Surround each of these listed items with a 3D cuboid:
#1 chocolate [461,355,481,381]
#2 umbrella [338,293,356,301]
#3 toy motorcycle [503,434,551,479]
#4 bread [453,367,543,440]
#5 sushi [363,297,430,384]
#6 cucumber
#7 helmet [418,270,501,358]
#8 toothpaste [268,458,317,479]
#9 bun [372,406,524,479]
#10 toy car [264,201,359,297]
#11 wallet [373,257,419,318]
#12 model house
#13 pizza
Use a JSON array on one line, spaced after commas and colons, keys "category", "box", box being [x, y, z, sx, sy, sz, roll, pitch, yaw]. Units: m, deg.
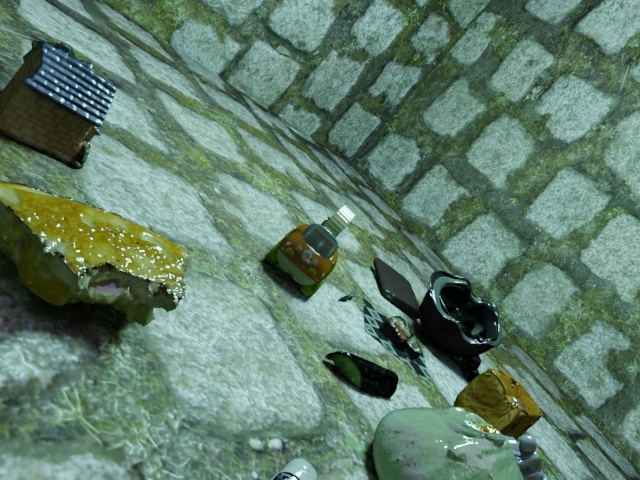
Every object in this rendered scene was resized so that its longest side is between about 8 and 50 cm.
[{"category": "chocolate", "box": [0.474, 0.404, 1.722, 0.072, 0.070, 0.147, 53, 25, 0]}, {"category": "umbrella", "box": [0.069, 0.152, 1.454, 0.122, 0.013, 0.022, 14, 52, -64]}, {"category": "toy motorcycle", "box": [0.399, 0.467, 1.126, 0.225, 0.152, 0.073, 38, 15, -14]}, {"category": "bread", "box": [0.442, 0.423, 1.371, 0.149, 0.158, 0.143, 29, 24, -46]}, {"category": "sushi", "box": [0.219, 0.252, 1.485, 0.231, 0.047, 0.220, 40, 14, -7]}, {"category": "cucumber", "box": [0.098, 0.277, 1.115, 0.220, 0.046, 0.070, 29, 27, -43]}, {"category": "helmet", "box": [0.414, 0.248, 1.727, 0.305, 0.177, 0.225, 39, 42, 0]}, {"category": "toothpaste", "box": [-0.063, 0.307, 0.608, 0.071, 0.045, 0.193, 37, 19, 14]}, {"category": "bun", "box": [0.234, 0.375, 0.896, 0.293, 0.187, 0.293, 41, 12, -11]}, {"category": "toy car", "box": [0.000, 0.000, 1.301, 0.145, 0.235, 0.235, 42, 14, 0]}, {"category": "wallet", "box": [0.260, 0.164, 1.853, 0.182, 0.049, 0.229, 38, 17, -18]}, {"category": "model house", "box": [-0.455, -0.262, 0.955, 0.166, 0.172, 0.183, 26, 21, -44]}, {"category": "pizza", "box": [-0.292, 0.028, 0.713, 0.323, 0.089, 0.223, 24, 17, -46]}]
